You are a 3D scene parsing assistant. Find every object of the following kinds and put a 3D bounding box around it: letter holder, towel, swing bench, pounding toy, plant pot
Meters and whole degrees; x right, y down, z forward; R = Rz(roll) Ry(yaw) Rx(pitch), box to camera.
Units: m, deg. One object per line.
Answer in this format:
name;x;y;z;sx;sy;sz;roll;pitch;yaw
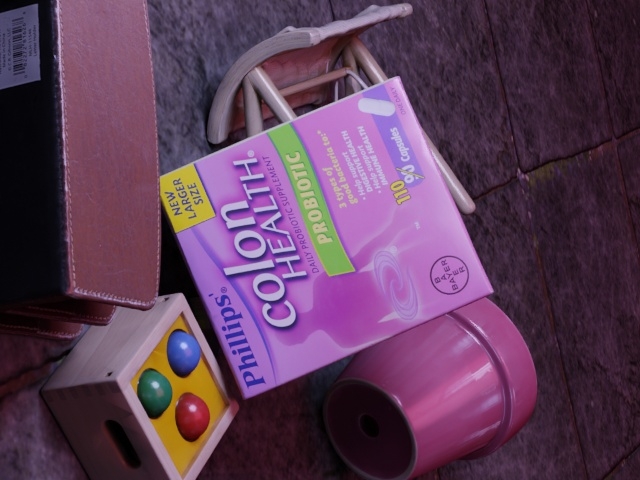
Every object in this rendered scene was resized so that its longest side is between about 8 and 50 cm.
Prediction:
letter holder;-0.202;-0.082;1.194;0.214;0.152;0.302;16;67;-61
towel;-0.100;0.081;1.467;0.083;0.009;0.060;-10;91;-61
swing bench;0.016;-0.103;1.587;0.253;0.165;0.254;-27;99;-60
pounding toy;-0.122;0.136;1.319;0.181;0.094;0.206;66;32;-24
plant pot;0.106;0.170;1.641;0.180;0.201;0.201;-31;109;-43

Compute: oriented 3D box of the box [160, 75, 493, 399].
box;0.000;0.000;1.369;0.117;0.243;0.213;106;-39;-86
